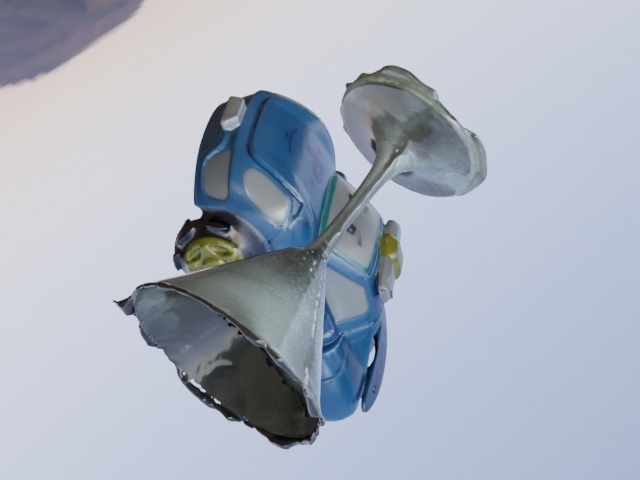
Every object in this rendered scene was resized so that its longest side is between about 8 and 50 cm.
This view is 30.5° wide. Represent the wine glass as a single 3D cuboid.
[{"bbox_3d":[0.000,0.000,0.604,0.122,0.122,0.183,-5,-138,54],"label":"wine glass"}]

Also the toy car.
[{"bbox_3d":[-0.013,0.014,1.032,0.166,0.314,0.198,-5,-144,14],"label":"toy car"}]
